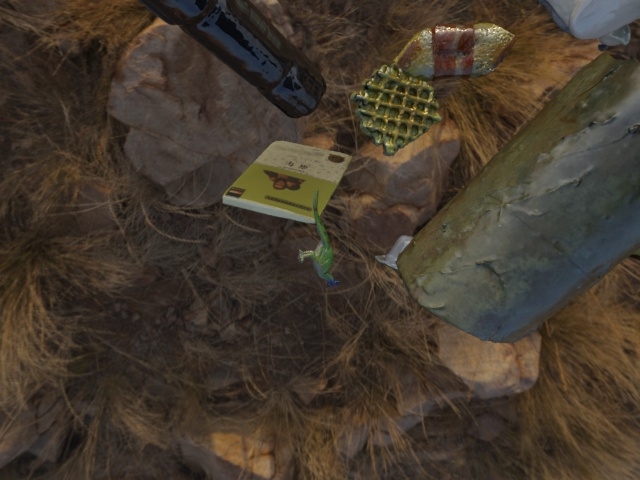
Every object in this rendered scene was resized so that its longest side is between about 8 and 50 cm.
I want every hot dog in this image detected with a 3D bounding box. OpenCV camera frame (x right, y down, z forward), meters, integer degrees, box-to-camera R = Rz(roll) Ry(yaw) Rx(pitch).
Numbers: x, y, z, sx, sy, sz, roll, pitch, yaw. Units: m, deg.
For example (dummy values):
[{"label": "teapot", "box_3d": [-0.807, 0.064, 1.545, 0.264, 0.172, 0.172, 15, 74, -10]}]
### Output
[{"label": "hot dog", "box_3d": [0.297, -0.426, 1.009, 0.261, 0.093, 0.123, 2, 116, 4]}]

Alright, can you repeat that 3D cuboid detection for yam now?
[{"label": "yam", "box_3d": [0.215, -0.025, 0.428, 0.161, 0.161, 0.268, 32, 115, -15]}]

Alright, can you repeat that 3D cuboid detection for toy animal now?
[{"label": "toy animal", "box_3d": [-0.015, 0.006, 0.922, 0.074, 0.041, 0.217, -17, 106, -13]}, {"label": "toy animal", "box_3d": [0.513, -0.420, 0.710, 0.248, 0.289, 0.174, -25, 97, 15]}]

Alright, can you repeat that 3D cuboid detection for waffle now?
[{"label": "waffle", "box_3d": [0.191, -0.346, 1.144, 0.223, 0.054, 0.204, -35, 106, -8]}]

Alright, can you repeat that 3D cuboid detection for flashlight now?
[{"label": "flashlight", "box_3d": [-0.127, -0.258, 0.481, 0.103, 0.103, 0.424, -41, 147, 17]}]

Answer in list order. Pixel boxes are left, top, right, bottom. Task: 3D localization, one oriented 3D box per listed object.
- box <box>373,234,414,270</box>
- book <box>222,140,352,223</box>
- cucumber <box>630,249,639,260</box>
[{"label": "box", "box_3d": [0.348, 0.072, 1.360, 0.336, 0.264, 0.106, 24, 97, 17]}, {"label": "book", "box_3d": [-0.069, -0.167, 1.155, 0.239, 0.352, 0.035, 14, 127, 11]}, {"label": "cucumber", "box_3d": [0.497, 0.026, 0.558, 0.241, 0.074, 0.075, 25, 113, 5]}]
